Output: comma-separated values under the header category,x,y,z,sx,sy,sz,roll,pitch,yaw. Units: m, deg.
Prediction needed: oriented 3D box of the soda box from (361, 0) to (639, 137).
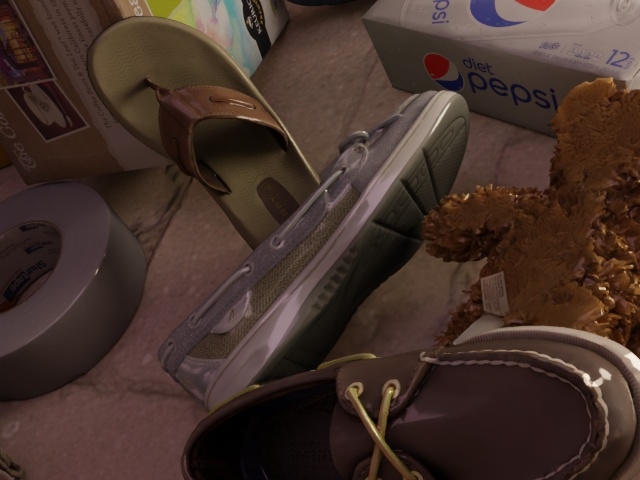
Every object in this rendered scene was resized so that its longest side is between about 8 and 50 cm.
category,x,y,z,sx,sy,sz,roll,pitch,yaw
soda box,0.177,-0.170,0.804,0.286,0.098,0.091,26,68,41

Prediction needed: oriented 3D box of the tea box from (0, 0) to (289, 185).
category,x,y,z,sx,sy,sz,roll,pitch,yaw
tea box,-0.221,-0.284,0.910,0.220,0.329,0.323,-4,38,25

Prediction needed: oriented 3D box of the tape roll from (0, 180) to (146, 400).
category,x,y,z,sx,sy,sz,roll,pitch,yaw
tape roll,-0.284,0.046,0.883,0.219,0.072,0.219,-15,47,17

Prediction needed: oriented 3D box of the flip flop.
category,x,y,z,sx,sy,sz,roll,pitch,yaw
flip flop,-0.082,-0.081,0.759,0.112,0.277,0.080,-40,5,-2

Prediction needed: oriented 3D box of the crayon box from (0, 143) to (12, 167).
category,x,y,z,sx,sy,sz,roll,pitch,yaw
crayon box,-0.424,-0.180,1.061,0.319,0.202,0.081,-19,47,14

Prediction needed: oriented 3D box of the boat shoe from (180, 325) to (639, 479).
category,x,y,z,sx,sy,sz,roll,pitch,yaw
boat shoe,0.038,0.121,0.539,0.324,0.097,0.116,-19,73,46

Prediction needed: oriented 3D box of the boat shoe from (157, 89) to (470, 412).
category,x,y,z,sx,sy,sz,roll,pitch,yaw
boat shoe,0.000,0.002,0.710,0.103,0.118,0.320,36,88,25

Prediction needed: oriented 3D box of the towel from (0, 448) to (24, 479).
category,x,y,z,sx,sy,sz,roll,pitch,yaw
towel,-0.411,0.200,0.738,0.282,0.187,0.049,-20,42,12

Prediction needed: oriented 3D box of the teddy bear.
category,x,y,z,sx,sy,sz,roll,pitch,yaw
teddy bear,0.169,0.051,0.629,0.245,0.113,0.337,4,62,39

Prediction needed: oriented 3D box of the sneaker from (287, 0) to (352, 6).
category,x,y,z,sx,sy,sz,roll,pitch,yaw
sneaker,0.108,-0.315,0.940,0.350,0.131,0.148,-16,42,15
